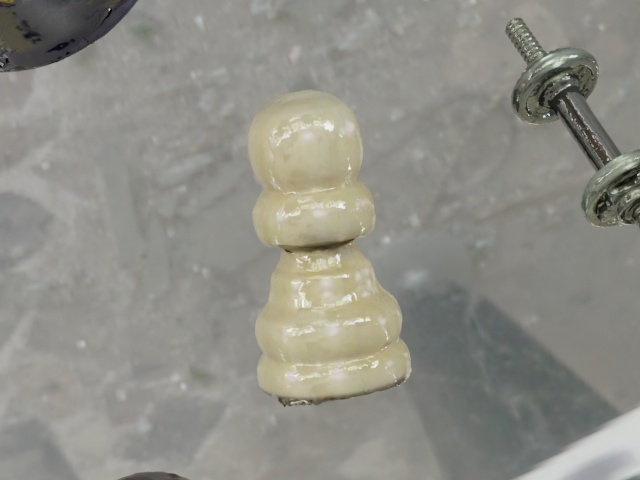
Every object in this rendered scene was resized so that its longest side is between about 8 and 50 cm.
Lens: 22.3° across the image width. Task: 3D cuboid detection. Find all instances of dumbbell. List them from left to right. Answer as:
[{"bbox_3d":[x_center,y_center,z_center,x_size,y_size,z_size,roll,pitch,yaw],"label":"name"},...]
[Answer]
[{"bbox_3d":[0.212,-0.083,1.280,0.081,0.254,0.082,-21,149,-13],"label":"dumbbell"}]

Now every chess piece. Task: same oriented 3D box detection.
[{"bbox_3d":[0.000,0.000,1.410,0.142,0.143,0.261,-8,101,-13],"label":"chess piece"}]

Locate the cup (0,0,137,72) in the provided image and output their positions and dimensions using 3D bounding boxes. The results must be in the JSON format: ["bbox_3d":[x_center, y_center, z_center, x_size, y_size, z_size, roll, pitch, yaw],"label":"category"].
[{"bbox_3d":[-0.211,-0.259,0.860,0.178,0.255,0.256,-10,155,16],"label":"cup"}]

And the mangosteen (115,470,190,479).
[{"bbox_3d":[-0.110,0.230,1.135,0.152,0.152,0.152,-11,139,-10],"label":"mangosteen"}]
